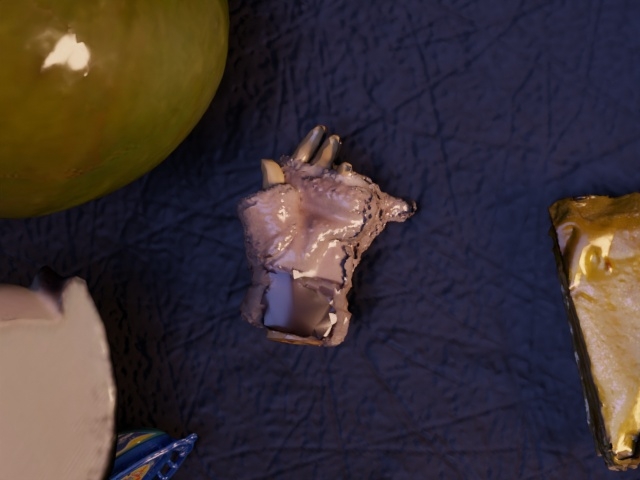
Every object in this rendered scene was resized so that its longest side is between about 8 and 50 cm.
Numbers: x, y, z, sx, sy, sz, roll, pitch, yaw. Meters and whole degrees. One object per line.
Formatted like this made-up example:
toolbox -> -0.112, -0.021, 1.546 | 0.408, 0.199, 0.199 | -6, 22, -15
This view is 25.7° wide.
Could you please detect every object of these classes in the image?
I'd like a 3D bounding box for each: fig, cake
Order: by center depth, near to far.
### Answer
fig -> -0.231, -0.145, 0.924 | 0.316, 0.316, 0.316 | 1, 95, 12
cake -> 0.220, 0.053, 0.951 | 0.116, 0.080, 0.185 | -18, 81, 1

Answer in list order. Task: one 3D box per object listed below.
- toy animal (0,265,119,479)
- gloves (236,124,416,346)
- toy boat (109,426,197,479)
toy animal -> -0.318, 0.122, 0.961 | 0.310, 0.251, 0.251 | -3, 95, 35
gloves -> -0.009, 0.002, 0.974 | 0.110, 0.094, 0.144 | 29, 81, 0
toy boat -> -0.149, 0.205, 1.023 | 0.175, 0.091, 0.110 | -41, 67, 7
